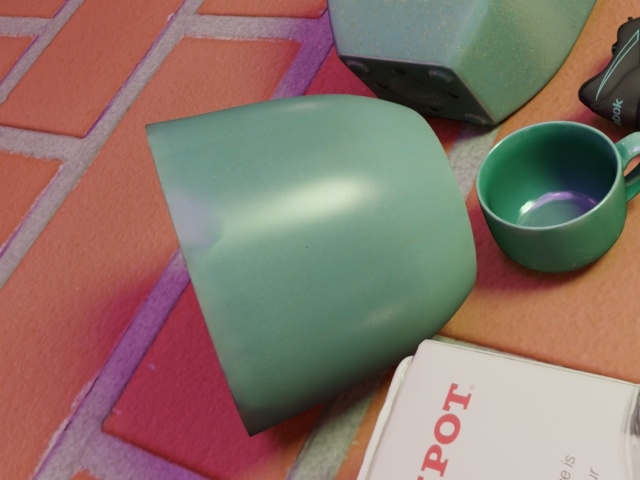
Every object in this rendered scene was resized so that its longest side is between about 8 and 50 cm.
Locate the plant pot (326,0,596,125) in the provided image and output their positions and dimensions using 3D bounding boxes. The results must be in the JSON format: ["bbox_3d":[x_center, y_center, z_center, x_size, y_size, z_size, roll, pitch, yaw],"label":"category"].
[{"bbox_3d":[0.147,-0.274,0.936,0.248,0.247,0.252,15,80,34],"label":"plant pot"}]

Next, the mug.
[{"bbox_3d":[0.233,-0.033,0.794,0.158,0.097,0.129,5,57,29],"label":"mug"}]

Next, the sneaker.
[{"bbox_3d":[0.368,-0.223,0.873,0.106,0.101,0.267,23,68,40],"label":"sneaker"}]

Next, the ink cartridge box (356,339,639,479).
[{"bbox_3d":[0.206,0.249,0.496,0.395,0.166,0.285,10,64,34],"label":"ink cartridge box"}]

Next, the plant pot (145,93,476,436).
[{"bbox_3d":[0.000,0.000,0.772,0.235,0.293,0.293,-18,47,-6],"label":"plant pot"}]
